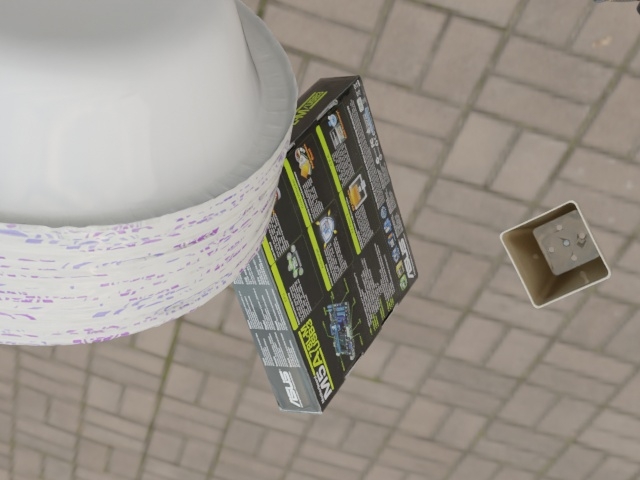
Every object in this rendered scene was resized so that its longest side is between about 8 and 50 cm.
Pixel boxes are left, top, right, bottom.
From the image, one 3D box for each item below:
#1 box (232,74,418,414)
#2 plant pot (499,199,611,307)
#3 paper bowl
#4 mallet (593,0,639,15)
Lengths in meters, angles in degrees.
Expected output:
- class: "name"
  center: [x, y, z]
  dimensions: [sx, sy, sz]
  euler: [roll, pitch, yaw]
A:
- class: "box"
  center: [0.000, 0.000, 0.920]
  dimensions: [0.045, 0.184, 0.191]
  euler: [2, 124, 34]
- class: "plant pot"
  center: [0.314, 0.011, 1.602]
  dimensions: [0.109, 0.096, 0.109]
  euler: [-27, 89, 23]
- class: "paper bowl"
  center: [-0.154, -0.089, 0.679]
  dimensions: [0.284, 0.284, 0.148]
  euler: [16, 130, 0]
- class: "mallet"
  center: [0.251, -0.196, 0.927]
  dimensions: [0.039, 0.189, 0.062]
  euler: [43, 112, 19]
